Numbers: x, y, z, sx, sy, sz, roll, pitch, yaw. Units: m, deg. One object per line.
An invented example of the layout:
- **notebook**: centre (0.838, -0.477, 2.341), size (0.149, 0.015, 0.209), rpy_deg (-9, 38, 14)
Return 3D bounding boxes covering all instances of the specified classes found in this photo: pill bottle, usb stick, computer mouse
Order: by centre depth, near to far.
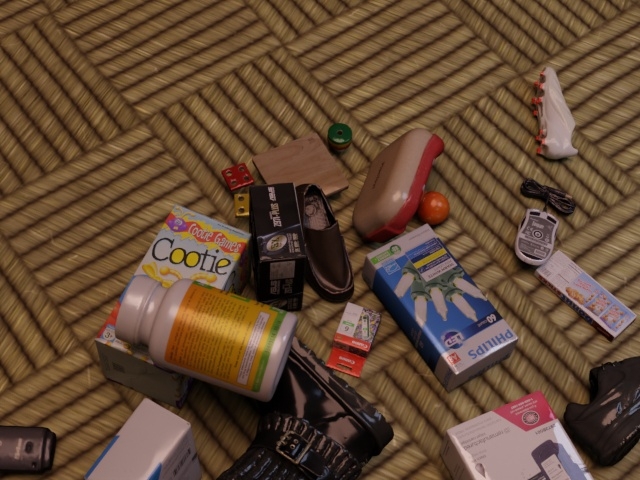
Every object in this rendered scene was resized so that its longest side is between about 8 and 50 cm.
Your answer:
- **pill bottle**: centre (-0.168, 0.135, 1.623), size (0.245, 0.136, 0.136), rpy_deg (18, 59, 3)
- **usb stick**: centre (-0.551, 0.319, 1.705), size (0.277, 0.045, 0.077), rpy_deg (3, 57, -2)
- **computer mouse**: centre (0.387, -0.023, 1.975), size (0.106, 0.042, 0.193), rpy_deg (23, 54, 6)

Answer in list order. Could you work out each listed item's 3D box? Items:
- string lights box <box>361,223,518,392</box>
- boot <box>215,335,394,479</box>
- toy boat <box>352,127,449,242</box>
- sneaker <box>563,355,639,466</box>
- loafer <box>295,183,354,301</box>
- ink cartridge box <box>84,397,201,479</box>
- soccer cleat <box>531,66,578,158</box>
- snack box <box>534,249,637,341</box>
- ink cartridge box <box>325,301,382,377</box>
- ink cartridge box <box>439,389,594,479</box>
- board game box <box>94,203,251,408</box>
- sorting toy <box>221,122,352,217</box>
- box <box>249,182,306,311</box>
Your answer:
- **string lights box**: centre (0.197, 0.111, 1.857), size (0.133, 0.077, 0.260), rpy_deg (-27, 63, -20)
- **boot**: centre (-0.087, 0.289, 1.699), size (0.348, 0.131, 0.260), rpy_deg (37, 63, 18)
- **toy boat**: centre (0.165, -0.084, 1.961), size (0.151, 0.151, 0.231), rpy_deg (33, 58, -18)
- **sneaker**: centre (0.510, 0.231, 1.788), size (0.286, 0.109, 0.130), rpy_deg (-36, 60, -25)
- **loafer**: centre (0.000, 0.000, 1.893), size (0.080, 0.078, 0.220), rpy_deg (-20, 80, -14)
- **ink cartridge box**: centre (-0.253, 0.346, 1.613), size (0.085, 0.203, 0.148), rpy_deg (27, 60, 16)
- **soccer cleat**: centre (0.447, -0.241, 2.102), size (0.076, 0.068, 0.196), rpy_deg (5, 65, -6)
- **snack box**: centre (0.458, 0.095, 1.914), size (0.064, 0.022, 0.178), rpy_deg (-37, 67, -24)
- **ink cartridge box**: centre (0.056, 0.165, 1.844), size (0.062, 0.029, 0.115), rpy_deg (18, 58, 8)
- **ink cartridge box**: centre (0.314, 0.376, 1.684), size (0.171, 0.100, 0.237), rpy_deg (-20, 61, -14)
- **board game box**: centre (-0.231, 0.106, 1.798), size (0.142, 0.144, 0.275), rpy_deg (21, 60, 9)
- **sorting toy**: centre (-0.045, -0.110, 2.000), size (0.274, 0.046, 0.132), rpy_deg (-23, 62, -17)
- **box**: centre (-0.074, 0.015, 1.841), size (0.077, 0.180, 0.147), rpy_deg (-5, 59, -7)
